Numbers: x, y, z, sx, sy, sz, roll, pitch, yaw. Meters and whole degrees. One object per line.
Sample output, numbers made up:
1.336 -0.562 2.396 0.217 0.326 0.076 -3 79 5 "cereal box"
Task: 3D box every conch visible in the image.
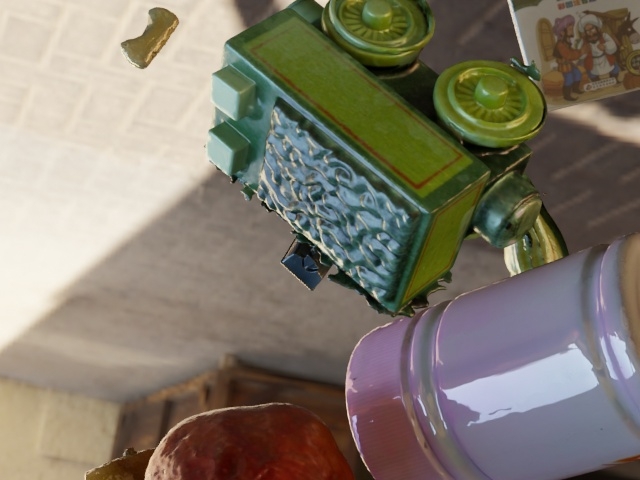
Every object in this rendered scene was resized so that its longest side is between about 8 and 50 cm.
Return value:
0.267 0.013 1.747 0.080 0.095 0.200 -14 132 15 "conch"

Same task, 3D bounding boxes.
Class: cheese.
-0.206 -0.245 1.670 0.044 0.083 0.030 35 162 -8 "cheese"

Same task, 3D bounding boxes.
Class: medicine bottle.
0.205 0.132 1.340 0.316 0.202 0.202 -22 150 35 "medicine bottle"

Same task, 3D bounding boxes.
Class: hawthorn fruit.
-0.061 0.261 1.239 0.207 0.207 0.243 11 -168 -8 "hawthorn fruit"

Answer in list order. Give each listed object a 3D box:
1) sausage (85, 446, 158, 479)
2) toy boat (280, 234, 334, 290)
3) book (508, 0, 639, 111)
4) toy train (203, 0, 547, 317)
-0.152 0.378 1.487 0.112 0.328 0.112 -23 173 -3 "sausage"
0.000 0.000 1.686 0.055 0.141 0.060 42 132 -9 "toy boat"
0.393 -0.342 2.110 0.202 0.264 0.027 -14 177 -2 "book"
0.044 -0.082 1.096 0.272 0.188 0.159 42 145 20 "toy train"
